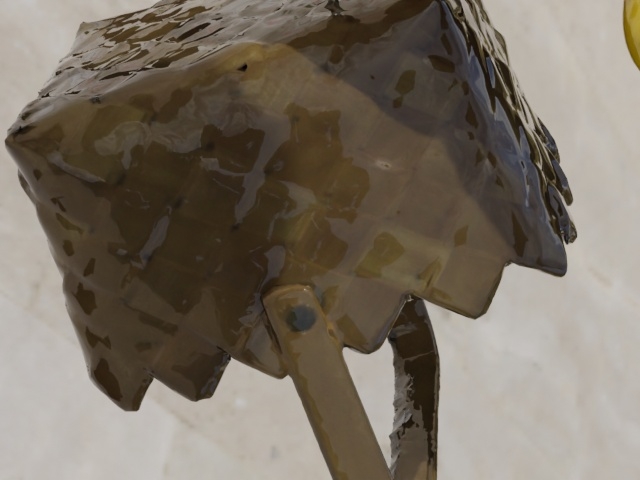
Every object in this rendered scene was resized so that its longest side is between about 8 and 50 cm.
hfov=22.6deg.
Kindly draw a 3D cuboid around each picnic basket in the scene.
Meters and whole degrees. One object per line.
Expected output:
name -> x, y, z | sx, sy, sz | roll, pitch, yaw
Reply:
picnic basket -> 0.000, 0.000, 0.927 | 0.254, 0.291, 0.321 | -84, 154, -62

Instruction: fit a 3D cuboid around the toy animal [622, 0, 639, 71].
toy animal -> 0.154, -0.245, 0.689 | 0.277, 0.345, 0.247 | -52, 162, -28
